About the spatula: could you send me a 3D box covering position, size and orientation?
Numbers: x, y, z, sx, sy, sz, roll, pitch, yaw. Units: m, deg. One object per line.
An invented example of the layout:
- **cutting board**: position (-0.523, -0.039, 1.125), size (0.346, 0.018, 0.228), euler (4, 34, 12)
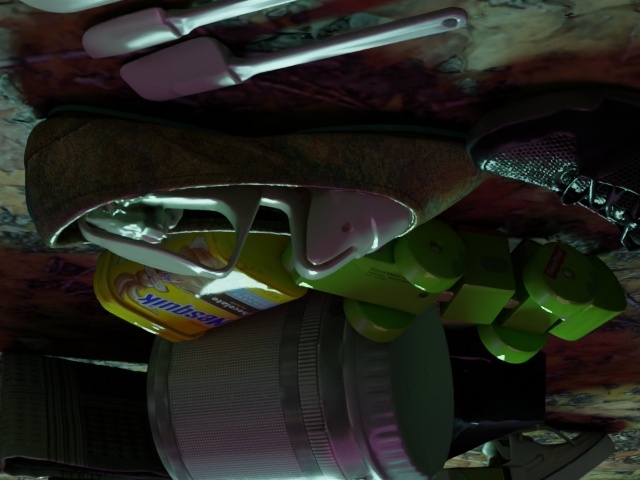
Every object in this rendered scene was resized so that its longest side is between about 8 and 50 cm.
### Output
- **spatula**: position (-0.044, -0.141, 0.665), size (0.242, 0.019, 0.168), euler (-10, 151, 24)

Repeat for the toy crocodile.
- **toy crocodile**: position (0.130, 0.030, 1.008), size (0.340, 0.105, 0.115), euler (11, 141, -19)

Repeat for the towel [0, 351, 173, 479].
- **towel**: position (-0.237, 0.228, 1.346), size (0.312, 0.056, 0.324), euler (11, -168, -17)

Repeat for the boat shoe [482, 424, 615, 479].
- **boat shoe**: position (0.315, 0.361, 1.835), size (0.367, 0.156, 0.136), euler (-23, 164, -26)

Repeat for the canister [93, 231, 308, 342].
- **canister**: position (-0.106, 0.028, 1.018), size (0.170, 0.073, 0.126), euler (-22, 139, 41)

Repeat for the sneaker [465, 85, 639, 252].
- **sneaker**: position (0.216, -0.033, 0.786), size (0.227, 0.130, 0.087), euler (6, 157, -10)

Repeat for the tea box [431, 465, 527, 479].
- **tea box**: position (0.109, 0.450, 1.576), size (0.329, 0.220, 0.323), euler (-17, 162, 26)

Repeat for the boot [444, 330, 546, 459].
- **boot**: position (0.057, 0.239, 1.474), size (0.367, 0.146, 0.445), euler (-6, 165, -13)

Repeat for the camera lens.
- **camera lens**: position (-0.023, 0.152, 1.149), size (0.274, 0.219, 0.219), euler (-9, 157, 23)

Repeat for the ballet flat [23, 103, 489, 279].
- **ballet flat**: position (-0.041, -0.026, 0.827), size (0.348, 0.123, 0.123), euler (3, 159, -9)
